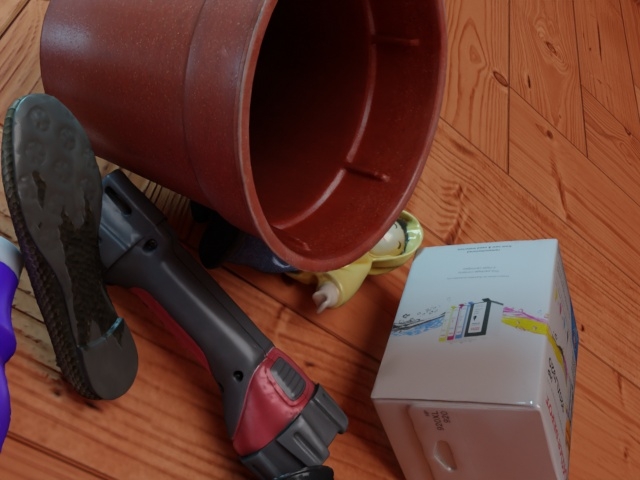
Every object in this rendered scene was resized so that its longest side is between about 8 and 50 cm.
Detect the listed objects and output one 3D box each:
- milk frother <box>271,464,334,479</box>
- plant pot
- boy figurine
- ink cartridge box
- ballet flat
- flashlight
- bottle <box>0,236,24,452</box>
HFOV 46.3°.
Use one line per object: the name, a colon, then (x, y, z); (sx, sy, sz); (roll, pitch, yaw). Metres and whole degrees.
milk frother: (0.011, 0.274, 0.627); (0.143, 0.129, 0.135); (2, 49, -36)
plant pot: (-0.074, -0.141, 0.634); (0.272, 0.265, 0.272); (-31, 130, -46)
boy figurine: (0.000, 0.000, 0.832); (0.285, 0.092, 0.177); (10, 54, -37)
ink cartridge box: (0.180, 0.140, 0.818); (0.171, 0.168, 0.233); (66, 33, -35)
ballet flat: (-0.203, 0.012, 0.586); (0.084, 0.058, 0.250); (-35, 121, -51)
flashlight: (-0.109, 0.084, 0.671); (0.103, 0.103, 0.304); (-44, 95, -11)
bottle: (-0.268, 0.121, 0.488); (0.118, 0.092, 0.283); (26, 49, -28)
